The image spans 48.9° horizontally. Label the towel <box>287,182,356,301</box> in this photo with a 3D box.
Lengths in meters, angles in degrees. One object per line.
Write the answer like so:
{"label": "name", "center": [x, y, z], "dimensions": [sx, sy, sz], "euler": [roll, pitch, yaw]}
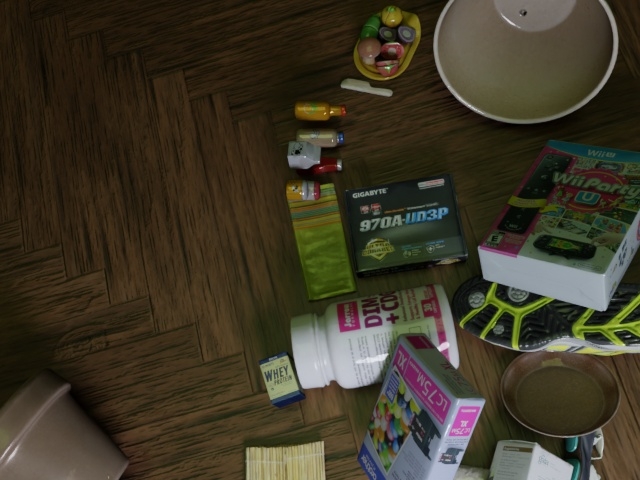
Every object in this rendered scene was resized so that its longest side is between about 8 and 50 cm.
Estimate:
{"label": "towel", "center": [0.000, 0.000, 1.422], "dimensions": [0.102, 0.021, 0.237], "euler": [-13, 72, 4]}

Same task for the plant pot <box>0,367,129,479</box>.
{"label": "plant pot", "center": [-0.480, 0.399, 1.263], "dimensions": [0.229, 0.263, 0.263], "euler": [34, 79, -4]}

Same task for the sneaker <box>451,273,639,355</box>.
{"label": "sneaker", "center": [0.425, 0.149, 1.264], "dimensions": [0.384, 0.147, 0.145], "euler": [6, 71, 29]}

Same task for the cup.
{"label": "cup", "center": [0.408, -0.433, 1.376], "dimensions": [0.331, 0.331, 0.237], "euler": [14, 50, 11]}

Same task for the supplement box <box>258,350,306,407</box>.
{"label": "supplement box", "center": [-0.071, 0.261, 1.316], "dimensions": [0.056, 0.083, 0.083], "euler": [-20, 70, 0]}

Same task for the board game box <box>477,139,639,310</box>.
{"label": "board game box", "center": [0.451, -0.038, 1.249], "dimensions": [0.224, 0.097, 0.303], "euler": [16, 52, 37]}

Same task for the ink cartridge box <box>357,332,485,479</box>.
{"label": "ink cartridge box", "center": [0.147, 0.331, 1.147], "dimensions": [0.065, 0.186, 0.311], "euler": [4, 113, -25]}

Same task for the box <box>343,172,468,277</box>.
{"label": "box", "center": [0.166, -0.029, 1.393], "dimensions": [0.220, 0.051, 0.175], "euler": [-8, 72, 5]}

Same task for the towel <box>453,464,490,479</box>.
{"label": "towel", "center": [0.212, 0.528, 1.216], "dimensions": [0.187, 0.049, 0.282], "euler": [6, 73, 8]}

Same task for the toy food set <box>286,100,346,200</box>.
{"label": "toy food set", "center": [-0.004, -0.169, 1.422], "dimensions": [0.104, 0.111, 0.232], "euler": [0, 57, 7]}

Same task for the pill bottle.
{"label": "pill bottle", "center": [0.097, 0.180, 1.278], "dimensions": [0.283, 0.160, 0.160], "euler": [-11, 72, 4]}

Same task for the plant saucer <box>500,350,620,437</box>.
{"label": "plant saucer", "center": [0.420, 0.270, 1.237], "dimensions": [0.198, 0.036, 0.198], "euler": [-10, 38, 8]}

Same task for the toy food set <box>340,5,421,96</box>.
{"label": "toy food set", "center": [0.135, -0.420, 1.509], "dimensions": [0.128, 0.071, 0.218], "euler": [21, 77, 13]}

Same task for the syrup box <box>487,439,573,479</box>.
{"label": "syrup box", "center": [0.326, 0.460, 1.161], "dimensions": [0.093, 0.096, 0.237], "euler": [33, 64, -20]}

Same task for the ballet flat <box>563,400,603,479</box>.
{"label": "ballet flat", "center": [0.454, 0.381, 1.219], "dimensions": [0.074, 0.074, 0.203], "euler": [12, 68, 11]}

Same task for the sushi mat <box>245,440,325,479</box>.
{"label": "sushi mat", "center": [-0.060, 0.528, 1.264], "dimensions": [0.151, 0.019, 0.316], "euler": [-4, 73, 5]}
